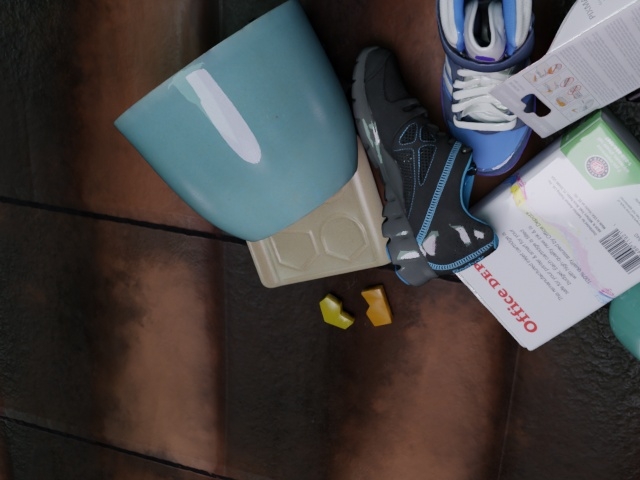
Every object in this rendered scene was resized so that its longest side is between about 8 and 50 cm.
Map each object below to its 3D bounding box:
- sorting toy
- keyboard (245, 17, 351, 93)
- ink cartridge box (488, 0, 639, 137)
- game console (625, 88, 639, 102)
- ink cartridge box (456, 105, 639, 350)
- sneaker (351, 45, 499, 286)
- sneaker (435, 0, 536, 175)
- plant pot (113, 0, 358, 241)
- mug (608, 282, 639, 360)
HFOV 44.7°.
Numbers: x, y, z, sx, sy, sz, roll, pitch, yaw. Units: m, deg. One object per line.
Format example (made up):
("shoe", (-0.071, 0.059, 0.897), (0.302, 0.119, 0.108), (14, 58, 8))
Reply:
("sorting toy", (0.000, 0.000, 1.230), (0.229, 0.041, 0.307), (-14, 105, 20))
("keyboard", (-0.041, -0.258, 1.150), (0.180, 0.023, 0.108), (35, 118, 4))
("ink cartridge box", (0.320, -0.218, 0.902), (0.225, 0.181, 0.056), (-27, 63, 29))
("game console", (0.552, -0.253, 0.919), (0.361, 0.044, 0.213), (10, 113, 16))
("ink cartridge box", (0.331, -0.014, 1.052), (0.201, 0.117, 0.278), (48, 118, -2))
("sneaker", (0.136, -0.114, 1.045), (0.140, 0.125, 0.340), (-18, 76, 17))
("sneaker", (0.197, -0.211, 0.957), (0.130, 0.236, 0.322), (7, 112, 18))
("plant pot", (-0.087, -0.142, 1.048), (0.293, 0.293, 0.235), (-28, 104, 27))
("mug", (0.469, 0.091, 1.047), (0.158, 0.097, 0.129), (-31, 122, -1))
